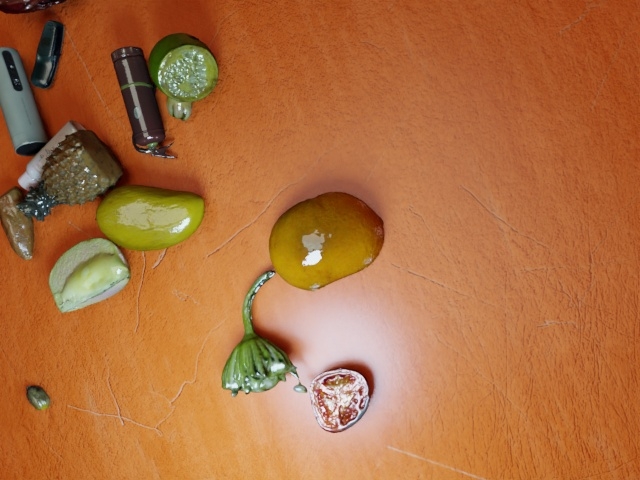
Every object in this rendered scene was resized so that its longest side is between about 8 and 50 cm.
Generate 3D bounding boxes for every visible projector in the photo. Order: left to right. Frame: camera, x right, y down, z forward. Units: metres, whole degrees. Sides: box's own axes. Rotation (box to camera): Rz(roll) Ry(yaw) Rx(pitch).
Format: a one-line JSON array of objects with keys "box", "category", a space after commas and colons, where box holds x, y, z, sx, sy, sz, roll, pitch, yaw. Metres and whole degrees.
[{"box": [-0.972, -0.444, 1.700, 0.108, 0.108, 0.338, -22, 85, 11], "category": "projector"}]

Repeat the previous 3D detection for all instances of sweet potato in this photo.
[{"box": [-0.978, -0.056, 1.701, 0.097, 0.097, 0.252, -18, 84, 11], "category": "sweet potato"}]

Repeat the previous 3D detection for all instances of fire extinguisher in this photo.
[{"box": [-0.528, -0.406, 1.609, 0.141, 0.105, 0.342, -16, 93, -10], "category": "fire extinguisher"}]

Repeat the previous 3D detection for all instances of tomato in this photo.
[{"box": [0.064, 0.435, 1.474, 0.174, 0.082, 0.167, -21, 81, 15], "category": "tomato"}]

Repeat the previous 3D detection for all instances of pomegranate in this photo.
[{"box": [-0.402, -0.493, 1.565, 0.189, 0.241, 0.159, -30, 46, -11], "category": "pomegranate"}]

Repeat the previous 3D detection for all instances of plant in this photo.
[{"box": [-0.181, 0.292, 1.537, 0.250, 0.180, 0.334, -21, 56, 18], "category": "plant"}]

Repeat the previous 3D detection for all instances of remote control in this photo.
[{"box": [-0.883, -0.602, 1.715, 0.072, 0.042, 0.222, 15, 92, 10], "category": "remote control"}]

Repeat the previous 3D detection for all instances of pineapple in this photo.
[{"box": [-0.781, -0.174, 1.616, 0.361, 0.202, 0.202, -32, 83, 17], "category": "pineapple"}]

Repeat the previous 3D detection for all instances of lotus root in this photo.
[{"box": [-0.905, 0.500, 1.694, 0.099, 0.054, 0.049, 46, 108, 9], "category": "lotus root"}]

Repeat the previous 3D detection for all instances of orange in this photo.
[{"box": [-0.001, 0.004, 1.494, 0.310, 0.274, 0.275, -20, 84, 42], "category": "orange"}]

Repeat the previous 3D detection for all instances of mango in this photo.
[{"box": [-0.509, -0.063, 1.577, 0.331, 0.142, 0.196, 8, 95, 9], "category": "mango"}]

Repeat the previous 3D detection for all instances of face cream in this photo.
[{"box": [-0.852, -0.263, 1.683, 0.269, 0.082, 0.082, -43, 81, 8], "category": "face cream"}]

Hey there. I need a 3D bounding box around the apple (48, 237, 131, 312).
[{"box": [-0.697, 0.096, 1.628, 0.264, 0.120, 0.193, -28, 71, 8], "category": "apple"}]

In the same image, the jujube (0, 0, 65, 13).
[{"box": [-0.889, -0.845, 1.626, 0.376, 0.258, 0.259, -19, 85, -5], "category": "jujube"}]
